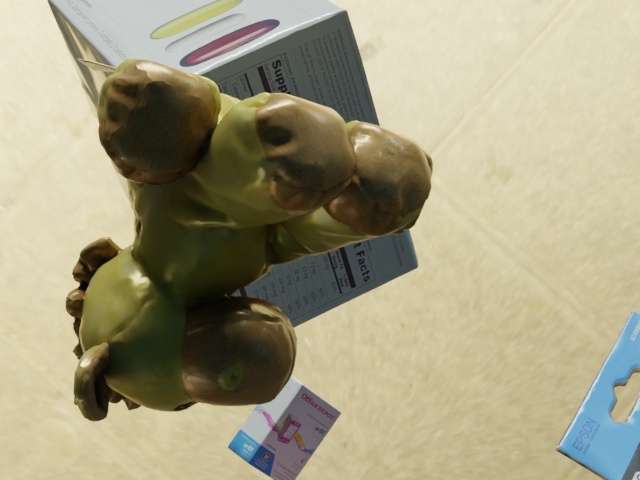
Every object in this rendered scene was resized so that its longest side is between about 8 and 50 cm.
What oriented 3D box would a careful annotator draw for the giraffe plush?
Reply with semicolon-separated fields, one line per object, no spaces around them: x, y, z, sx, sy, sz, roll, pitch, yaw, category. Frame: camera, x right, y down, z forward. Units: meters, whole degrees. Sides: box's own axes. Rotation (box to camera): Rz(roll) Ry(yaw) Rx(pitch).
-0.061;0.011;0.705;0.210;0.181;0.170;16;91;39;giraffe plush

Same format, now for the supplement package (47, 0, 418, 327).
-0.068;-0.084;1.026;0.145;0.262;0.204;-26;121;-13;supplement package

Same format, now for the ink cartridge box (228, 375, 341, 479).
-0.045;0.240;1.811;0.052;0.088;0.122;27;80;49;ink cartridge box

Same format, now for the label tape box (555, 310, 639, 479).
0.421;0.255;1.490;0.334;0.106;0.240;29;46;12;label tape box
